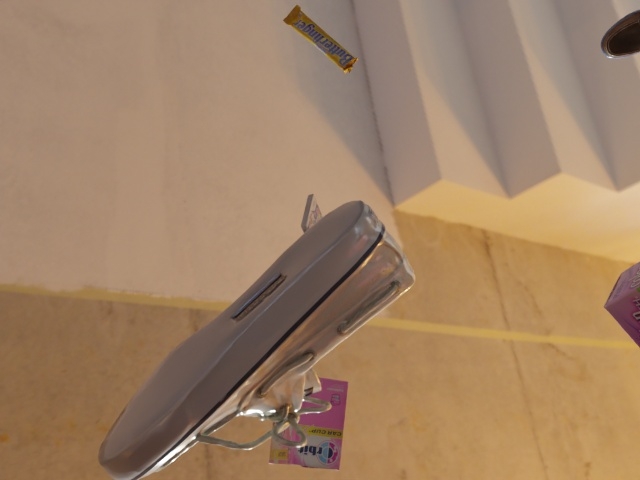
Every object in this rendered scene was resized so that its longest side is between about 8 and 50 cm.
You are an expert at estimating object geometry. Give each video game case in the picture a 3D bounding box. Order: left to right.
[{"bbox_3d":[0.000,0.000,1.144,0.087,0.011,0.122,-78,-29,-53],"label":"video game case"}]

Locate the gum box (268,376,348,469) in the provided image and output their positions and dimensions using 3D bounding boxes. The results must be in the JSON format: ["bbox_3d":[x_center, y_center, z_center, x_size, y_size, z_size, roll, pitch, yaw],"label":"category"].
[{"bbox_3d":[-0.021,0.245,0.976,0.062,0.188,0.107,10,-108,-11],"label":"gum box"}]

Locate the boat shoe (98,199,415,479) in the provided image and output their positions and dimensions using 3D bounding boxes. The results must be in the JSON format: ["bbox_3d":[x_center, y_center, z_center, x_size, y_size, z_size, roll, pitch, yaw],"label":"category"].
[{"bbox_3d":[-0.046,0.135,0.751,0.367,0.136,0.156,-44,-72,-7],"label":"boat shoe"}]

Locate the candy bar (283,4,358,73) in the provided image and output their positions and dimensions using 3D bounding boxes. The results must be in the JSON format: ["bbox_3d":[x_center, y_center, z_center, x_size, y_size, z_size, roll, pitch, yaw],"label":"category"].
[{"bbox_3d":[0.003,-0.373,1.370,0.161,0.040,0.018,42,-171,4],"label":"candy bar"}]

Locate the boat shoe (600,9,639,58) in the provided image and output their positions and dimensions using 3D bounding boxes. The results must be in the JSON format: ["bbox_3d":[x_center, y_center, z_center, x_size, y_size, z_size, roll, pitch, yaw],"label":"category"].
[{"bbox_3d":[0.546,-0.348,1.184,0.066,0.183,0.066,61,-161,-14],"label":"boat shoe"}]

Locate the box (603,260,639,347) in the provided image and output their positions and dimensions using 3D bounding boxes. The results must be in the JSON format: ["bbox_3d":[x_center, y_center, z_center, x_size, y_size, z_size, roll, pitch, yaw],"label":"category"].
[{"bbox_3d":[0.531,0.083,0.915,0.213,0.243,0.117,50,-142,4],"label":"box"}]
